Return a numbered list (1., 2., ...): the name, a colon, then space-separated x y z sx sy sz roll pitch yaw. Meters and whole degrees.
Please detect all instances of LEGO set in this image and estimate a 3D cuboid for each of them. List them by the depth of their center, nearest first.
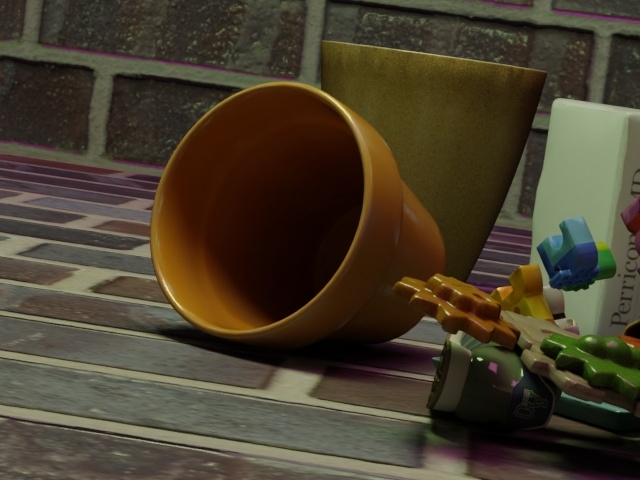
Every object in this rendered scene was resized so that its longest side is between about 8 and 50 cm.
1. LEGO set: 0.204 0.054 1.489 0.087 0.093 0.227 -9 -24 -29

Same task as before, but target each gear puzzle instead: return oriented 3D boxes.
1. gear puzzle: 0.202 0.075 1.216 0.339 0.044 0.175 19 10 -15

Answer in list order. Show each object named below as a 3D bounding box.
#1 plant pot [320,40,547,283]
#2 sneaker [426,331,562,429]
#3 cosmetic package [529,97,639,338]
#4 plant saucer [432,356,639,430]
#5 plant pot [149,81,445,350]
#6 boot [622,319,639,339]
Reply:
1. plant pot: 0.100 -0.069 1.949 0.237 0.254 0.237 8 4 -1
2. sneaker: 0.122 0.096 1.282 0.086 0.064 0.192 16 6 4
3. cosmetic package: 0.449 -0.001 1.882 0.453 0.230 0.161 5 7 -21
4. plant saucer: 0.170 0.113 1.382 0.067 0.018 0.192 3 8 -41
5. plant pot: 0.000 0.000 1.496 0.205 0.205 0.188 12 -9 36
6. boot: 0.318 0.075 1.546 0.211 0.104 0.295 4 10 -38
